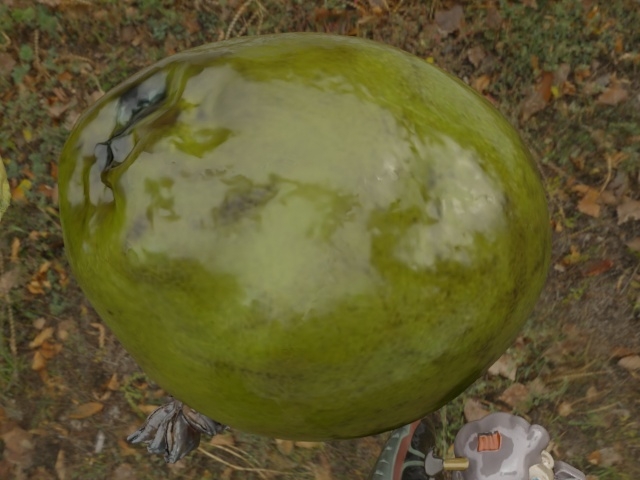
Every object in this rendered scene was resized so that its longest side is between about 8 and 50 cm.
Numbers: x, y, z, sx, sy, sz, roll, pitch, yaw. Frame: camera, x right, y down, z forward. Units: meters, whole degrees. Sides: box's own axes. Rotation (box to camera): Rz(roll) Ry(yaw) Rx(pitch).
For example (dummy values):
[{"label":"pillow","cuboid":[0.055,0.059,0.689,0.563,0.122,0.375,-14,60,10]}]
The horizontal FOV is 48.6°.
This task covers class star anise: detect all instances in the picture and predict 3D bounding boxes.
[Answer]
[{"label":"star anise","cuboid":[-0.178,0.235,0.997,0.182,0.065,0.195,-17,34,39]}]

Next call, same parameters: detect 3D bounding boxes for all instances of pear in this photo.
[{"label":"pear","cuboid":[0.000,0.000,0.582,0.352,0.414,0.351,-9,77,46]}]

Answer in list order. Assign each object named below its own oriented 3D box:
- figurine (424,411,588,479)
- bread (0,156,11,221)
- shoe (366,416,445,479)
[{"label":"figurine","cuboid":[0.237,0.276,0.825,0.229,0.112,0.137,29,119,6]},{"label":"bread","cuboid":[-0.363,-0.083,0.630,0.168,0.163,0.264,-37,29,12]},{"label":"shoe","cuboid":[0.128,0.325,0.912,0.137,0.291,0.114,26,114,10]}]
